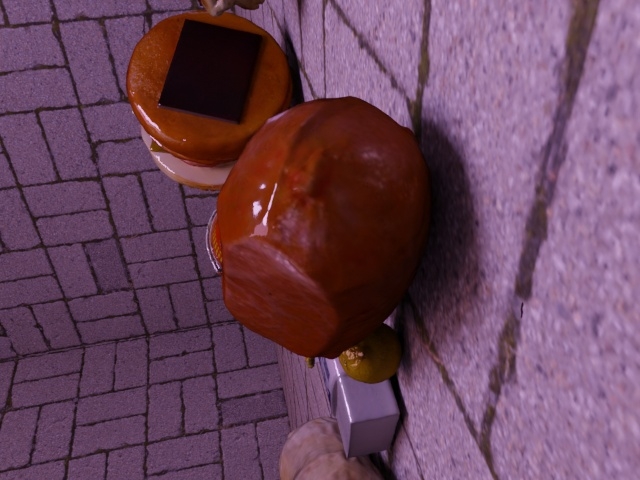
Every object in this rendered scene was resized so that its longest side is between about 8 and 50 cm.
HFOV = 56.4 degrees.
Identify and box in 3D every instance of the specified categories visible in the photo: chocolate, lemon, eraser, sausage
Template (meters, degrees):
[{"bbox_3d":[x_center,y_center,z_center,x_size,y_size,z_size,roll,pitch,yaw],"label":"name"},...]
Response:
[{"bbox_3d":[0.016,0.310,0.759,0.309,0.134,0.134,169,92,-80],"label":"chocolate"},{"bbox_3d":[0.048,0.106,0.572,0.083,0.062,0.062,28,-129,-77],"label":"lemon"},{"bbox_3d":[0.031,0.126,0.688,0.124,0.068,0.210,92,166,-53],"label":"eraser"},{"bbox_3d":[0.001,-0.001,0.461,0.141,0.153,0.268,-62,-7,-23],"label":"sausage"}]

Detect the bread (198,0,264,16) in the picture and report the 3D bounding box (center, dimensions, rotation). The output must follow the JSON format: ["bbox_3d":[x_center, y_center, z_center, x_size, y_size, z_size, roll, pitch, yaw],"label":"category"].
[{"bbox_3d":[-0.134,-0.517,0.764,0.314,0.191,0.370,103,146,-53],"label":"bread"}]

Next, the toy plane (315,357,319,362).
[{"bbox_3d":[-0.009,0.117,0.942,0.162,0.065,0.171,113,149,-75],"label":"toy plane"}]

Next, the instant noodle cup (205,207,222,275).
[{"bbox_3d":[-0.082,-0.039,0.946,0.212,0.193,0.193,122,139,-65],"label":"instant noodle cup"}]

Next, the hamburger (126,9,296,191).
[{"bbox_3d":[-0.181,-0.230,1.017,0.225,0.291,0.291,94,166,-73],"label":"hamburger"}]

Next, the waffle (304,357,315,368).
[{"bbox_3d":[-0.020,0.115,0.732,0.078,0.016,0.085,-111,10,-60],"label":"waffle"}]
